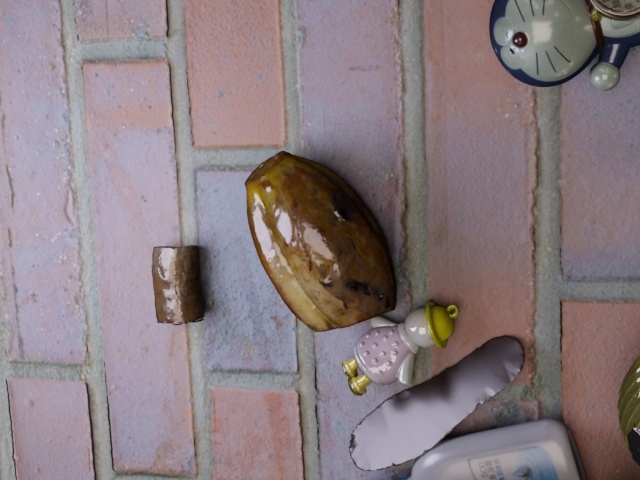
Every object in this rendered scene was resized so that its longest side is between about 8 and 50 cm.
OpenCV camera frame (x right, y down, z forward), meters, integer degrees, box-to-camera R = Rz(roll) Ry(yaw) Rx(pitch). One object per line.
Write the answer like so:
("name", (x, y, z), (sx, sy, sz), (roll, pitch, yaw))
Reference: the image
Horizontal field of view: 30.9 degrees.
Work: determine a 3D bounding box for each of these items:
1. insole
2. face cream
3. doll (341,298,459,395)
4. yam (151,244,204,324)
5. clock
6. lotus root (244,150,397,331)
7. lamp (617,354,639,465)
("insole", (0.174, 0.251, 1.754), (0.328, 0.007, 0.111), (-37, 54, 18))
("face cream", (0.226, 0.370, 1.751), (0.337, 0.080, 0.163), (-14, 103, 19))
("doll", (0.121, 0.155, 1.742), (0.207, 0.081, 0.129), (-34, 58, 16))
("yam", (-0.226, 0.069, 1.836), (0.084, 0.084, 0.127), (-1, 97, 17))
("clock", (0.348, -0.294, 1.548), (0.243, 0.146, 0.199), (-14, 92, 15))
("lotus root", (-0.005, 0.003, 1.700), (0.193, 0.193, 0.291), (-28, 91, 20))
("lamp", (0.525, 0.252, 1.531), (0.250, 0.284, 0.250), (-2, 130, -2))
